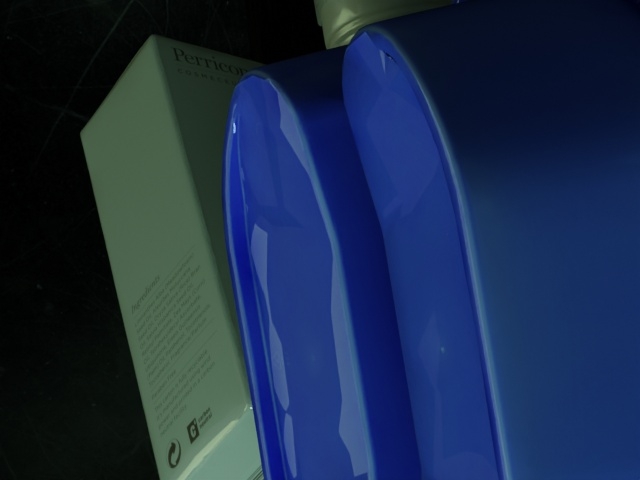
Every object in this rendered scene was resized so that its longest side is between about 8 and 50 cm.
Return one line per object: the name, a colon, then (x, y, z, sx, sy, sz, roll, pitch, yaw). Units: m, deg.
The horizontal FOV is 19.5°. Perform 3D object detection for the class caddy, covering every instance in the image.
caddy: (0.090, 0.039, 0.837, 0.241, 0.179, 0.341, -9, 90, 61)

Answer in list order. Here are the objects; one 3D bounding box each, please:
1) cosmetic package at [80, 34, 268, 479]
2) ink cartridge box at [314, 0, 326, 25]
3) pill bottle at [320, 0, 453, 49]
cosmetic package: (-0.064, 0.032, 1.809, 0.161, 0.230, 0.453, -50, 44, 36)
ink cartridge box: (0.016, -0.301, 1.671, 0.232, 0.066, 0.189, 166, 95, -89)
pill bottle: (0.068, -0.022, 1.089, 0.146, 0.146, 0.264, 99, 162, -74)
